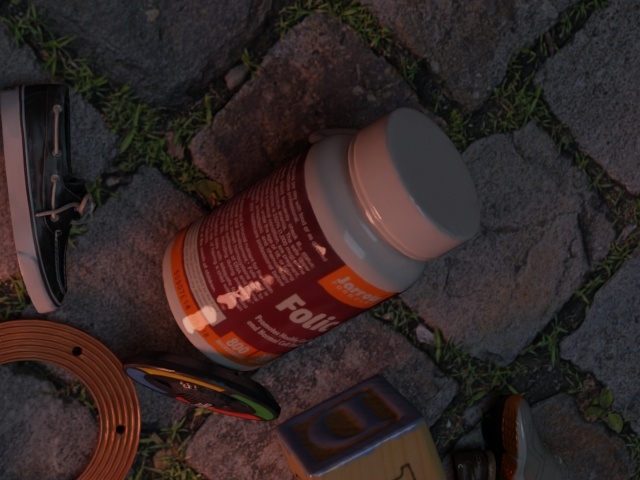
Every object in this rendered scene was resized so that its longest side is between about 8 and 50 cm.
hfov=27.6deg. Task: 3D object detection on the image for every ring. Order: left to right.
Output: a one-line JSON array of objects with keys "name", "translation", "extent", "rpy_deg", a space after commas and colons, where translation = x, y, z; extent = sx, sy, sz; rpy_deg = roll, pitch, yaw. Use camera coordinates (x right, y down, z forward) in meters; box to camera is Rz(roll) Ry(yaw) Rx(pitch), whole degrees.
[{"name": "ring", "translation": [-0.421, 0.268, 1.836], "extent": [0.337, 0.032, 0.336], "rpy_deg": [-5, 106, -19]}]

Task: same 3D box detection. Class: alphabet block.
[{"name": "alphabet block", "translation": [0.071, 0.351, 1.950], "extent": [0.193, 0.192, 0.197], "rpy_deg": [-25, 111, -10]}]

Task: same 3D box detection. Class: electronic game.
[{"name": "electronic game", "translation": [-0.165, 0.207, 1.809], "extent": [0.229, 0.229, 0.048], "rpy_deg": [25, 71, -24]}]

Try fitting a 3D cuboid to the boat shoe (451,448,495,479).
[{"name": "boat shoe", "translation": [0.235, 0.435, 2.098], "extent": [0.073, 0.073, 0.207], "rpy_deg": [-2, 98, -18]}]

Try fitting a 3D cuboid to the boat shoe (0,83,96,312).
[{"name": "boat shoe", "translation": [-0.352, -0.055, 1.725], "extent": [0.105, 0.113, 0.306], "rpy_deg": [-5, 98, -3]}]

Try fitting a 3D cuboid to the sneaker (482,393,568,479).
[{"name": "sneaker", "translation": [0.341, 0.352, 2.107], "extent": [0.121, 0.099, 0.262], "rpy_deg": [-20, 119, -21]}]

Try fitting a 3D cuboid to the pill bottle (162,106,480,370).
[{"name": "pill bottle", "translation": [0.000, 0.000, 1.707], "extent": [0.392, 0.224, 0.224], "rpy_deg": [-31, 119, 32]}]

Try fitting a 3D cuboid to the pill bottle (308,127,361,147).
[{"name": "pill bottle", "translation": [0.031, -0.064, 1.863], "extent": [0.103, 0.103, 0.184], "rpy_deg": [-3, 106, -19]}]
